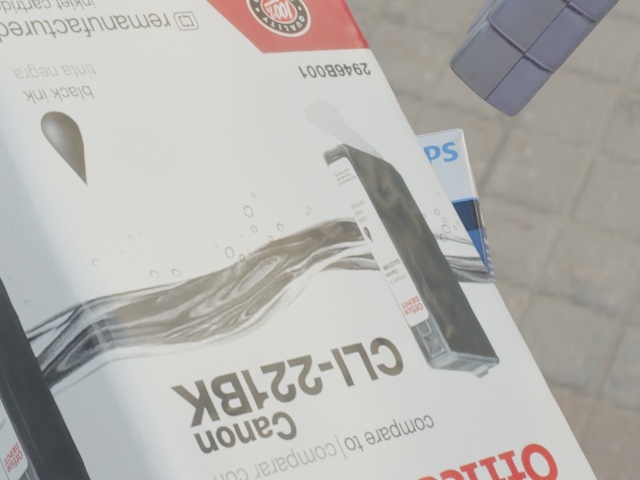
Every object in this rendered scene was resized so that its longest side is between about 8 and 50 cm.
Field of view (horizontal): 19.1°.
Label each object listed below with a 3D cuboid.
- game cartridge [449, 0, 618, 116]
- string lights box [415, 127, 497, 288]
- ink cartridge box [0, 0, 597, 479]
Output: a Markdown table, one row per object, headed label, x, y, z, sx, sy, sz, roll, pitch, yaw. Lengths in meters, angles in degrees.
| label | x | y | z | sx | sy | sz | roll | pitch | yaw |
| --- | --- | --- | --- | --- | --- | --- | --- | --- | --- |
| game cartridge | 0.196 | -0.229 | 1.052 | 0.068 | 0.230 | 0.355 | 41 | 36 | -7 |
| string lights box | 0.076 | 0.071 | 1.157 | 0.076 | 0.133 | 0.260 | -11 | 84 | 5 |
| ink cartridge box | -0.044 | 0.025 | 0.704 | 0.197 | 0.114 | 0.273 | -10 | 68 | -45 |
